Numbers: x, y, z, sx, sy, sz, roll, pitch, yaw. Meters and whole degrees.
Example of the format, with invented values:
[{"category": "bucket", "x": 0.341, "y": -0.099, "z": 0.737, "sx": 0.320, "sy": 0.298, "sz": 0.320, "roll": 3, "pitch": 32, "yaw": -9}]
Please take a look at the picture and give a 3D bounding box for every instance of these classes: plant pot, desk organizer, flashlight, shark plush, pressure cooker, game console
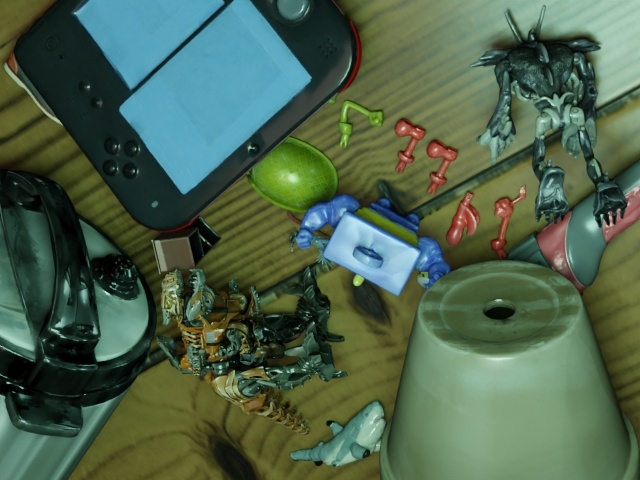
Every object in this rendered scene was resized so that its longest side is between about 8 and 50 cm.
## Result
[{"category": "plant pot", "x": 0.218, "y": 0.187, "z": 1.549, "sx": 0.323, "sy": 0.323, "sz": 0.280, "roll": 1, "pitch": 124, "yaw": 15}, {"category": "desk organizer", "x": -0.176, "y": -0.001, "z": 1.727, "sx": 0.050, "sy": 0.130, "sz": 0.047, "roll": -7, "pitch": 106, "yaw": 14}, {"category": "flashlight", "x": 0.377, "y": -0.031, "z": 1.589, "sx": 0.304, "sy": 0.103, "sz": 0.103, "roll": -36, "pitch": 122, "yaw": 21}, {"category": "shark plush", "x": 0.031, "y": 0.279, "z": 1.824, "sx": 0.161, "sy": 0.073, "sz": 0.067, "roll": -28, "pitch": 79, "yaw": 42}, {"category": "pressure cooker", "x": -0.422, "y": 0.125, "z": 1.703, "sx": 0.370, "sy": 0.375, "sz": 0.420, "roll": 40, "pitch": 118, "yaw": 5}, {"category": "game console", "x": -0.171, "y": -0.238, "z": 1.648, "sx": 0.386, "sy": 0.060, "sz": 0.342, "roll": -39, "pitch": 87, "yaw": 17}]

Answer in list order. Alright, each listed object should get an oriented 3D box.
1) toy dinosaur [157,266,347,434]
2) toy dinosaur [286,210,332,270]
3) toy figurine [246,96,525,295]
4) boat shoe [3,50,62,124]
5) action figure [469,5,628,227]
[{"category": "toy dinosaur", "x": -0.090, "y": 0.143, "z": 1.740, "sx": 0.218, "sy": 0.322, "sz": 0.164, "roll": -21, "pitch": 59, "yaw": 13}, {"category": "toy dinosaur", "x": 0.000, "y": 0.000, "z": 1.731, "sx": 0.082, "sy": 0.047, "sz": 0.090, "roll": -7, "pitch": 96, "yaw": -2}, {"category": "toy figurine", "x": 0.062, "y": -0.037, "z": 1.605, "sx": 0.362, "sy": 0.217, "sz": 0.191, "roll": 30, "pitch": 113, "yaw": 3}, {"category": "boat shoe", "x": -0.368, "y": -0.208, "z": 1.755, "sx": 0.137, "sy": 0.049, "sz": 0.043, "roll": 45, "pitch": 111, "yaw": 2}, {"category": "action figure", "x": 0.268, "y": -0.141, "z": 1.546, "sx": 0.164, "sy": 0.276, "sz": 0.141, "roll": -5, "pitch": 147, "yaw": -8}]
